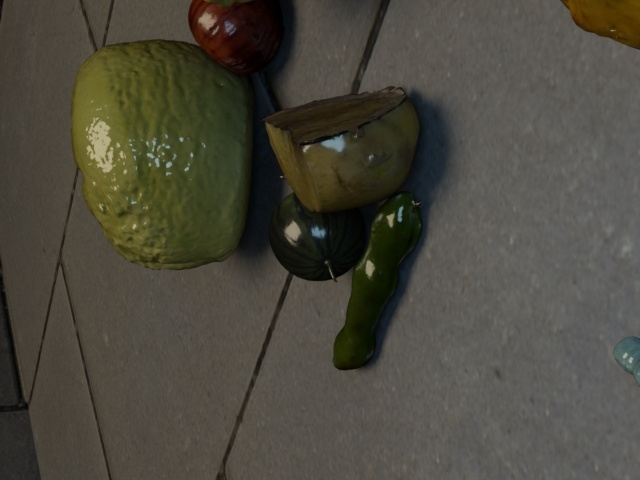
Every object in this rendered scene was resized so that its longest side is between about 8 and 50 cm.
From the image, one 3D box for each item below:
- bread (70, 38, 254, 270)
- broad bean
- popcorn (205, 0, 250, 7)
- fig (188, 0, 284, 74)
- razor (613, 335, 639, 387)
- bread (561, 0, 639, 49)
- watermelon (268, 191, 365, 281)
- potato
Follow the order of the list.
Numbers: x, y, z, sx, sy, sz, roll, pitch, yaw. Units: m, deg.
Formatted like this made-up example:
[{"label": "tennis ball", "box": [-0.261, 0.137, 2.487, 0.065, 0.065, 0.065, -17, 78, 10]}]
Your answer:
[{"label": "bread", "box": [-0.210, -0.115, 1.747, 0.320, 0.237, 0.320, -178, 90, -84]}, {"label": "broad bean", "box": [0.055, 0.053, 1.382, 0.053, 0.052, 0.256, -52, -17, -50]}, {"label": "popcorn", "box": [-0.078, -0.451, 1.360, 0.390, 0.354, 0.344, 55, 167, -26]}, {"label": "fig", "box": [-0.095, -0.276, 1.673, 0.128, 0.150, 0.128, 40, 147, 33]}, {"label": "razor", "box": [0.260, 0.134, 0.899, 0.232, 0.068, 0.106, -123, 41, -60]}, {"label": "bread", "box": [0.226, -0.275, 0.666, 0.398, 0.215, 0.398, 27, 130, 37]}, {"label": "watermelon", "box": [0.000, 0.000, 1.433, 0.133, 0.105, 0.105, -116, 35, -49]}, {"label": "potato", "box": [0.032, -0.093, 1.350, 0.243, 0.138, 0.098, -133, 23, -72]}]
